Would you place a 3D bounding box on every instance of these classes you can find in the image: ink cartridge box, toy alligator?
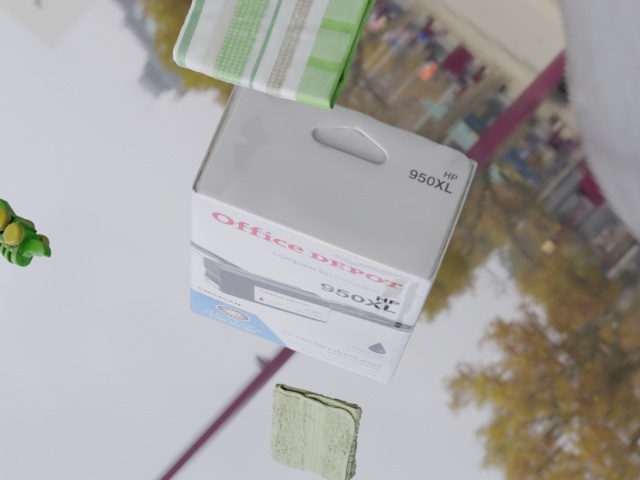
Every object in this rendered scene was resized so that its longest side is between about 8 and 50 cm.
[{"bbox_3d":[0.000,0.000,1.787,0.285,0.166,0.395,20,158,4],"label":"ink cartridge box"},{"bbox_3d":[-0.404,-0.015,1.921,0.189,0.051,0.056,40,-173,39],"label":"toy alligator"}]

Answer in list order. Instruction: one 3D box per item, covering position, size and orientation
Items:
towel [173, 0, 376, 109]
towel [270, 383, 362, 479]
[{"bbox_3d":[-0.032,-0.164,1.115,0.152,0.113,0.023,21,180,31],"label":"towel"},{"bbox_3d":[-0.008,0.226,1.744,0.110,0.148,0.027,16,-133,11],"label":"towel"}]
